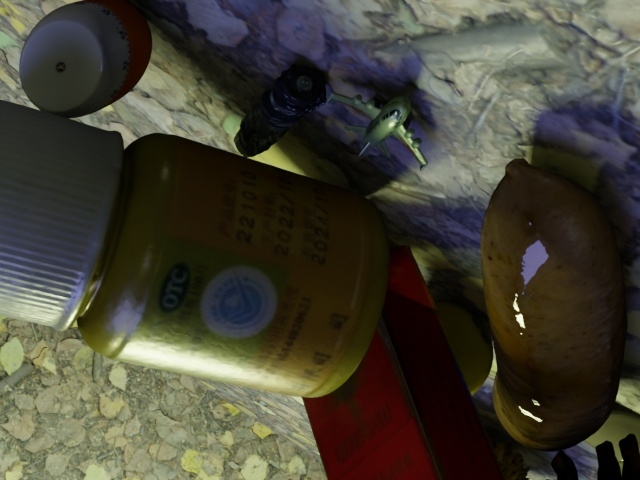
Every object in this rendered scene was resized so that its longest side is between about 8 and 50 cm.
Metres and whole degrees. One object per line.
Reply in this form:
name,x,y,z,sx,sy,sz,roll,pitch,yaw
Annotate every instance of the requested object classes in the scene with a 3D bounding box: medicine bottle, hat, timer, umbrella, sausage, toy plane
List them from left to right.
timer,-0.218,-0.181,0.827,0.136,0.136,0.099,-2,125,57
medicine bottle,-0.145,0.012,0.829,0.384,0.224,0.224,17,166,-22
umbrella,-0.048,-0.117,0.814,0.046,0.050,0.188,56,157,-5
toy plane,0.054,-0.099,0.718,0.102,0.040,0.111,32,160,-6
medicine bottle,0.142,0.163,1.097,0.122,0.122,0.212,28,161,9
sausage,0.226,0.098,0.826,0.136,0.123,0.501,59,176,32
hat,0.386,0.301,1.083,0.173,0.144,0.166,11,160,-9

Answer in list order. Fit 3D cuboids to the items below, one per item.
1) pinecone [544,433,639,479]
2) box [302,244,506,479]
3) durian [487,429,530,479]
pinecone,0.341,0.381,0.883,0.398,0.398,0.398,27,160,11
box,0.072,0.187,0.937,0.089,0.313,0.197,-2,147,-30
durian,0.194,0.457,1.401,0.347,0.347,0.384,28,160,8
